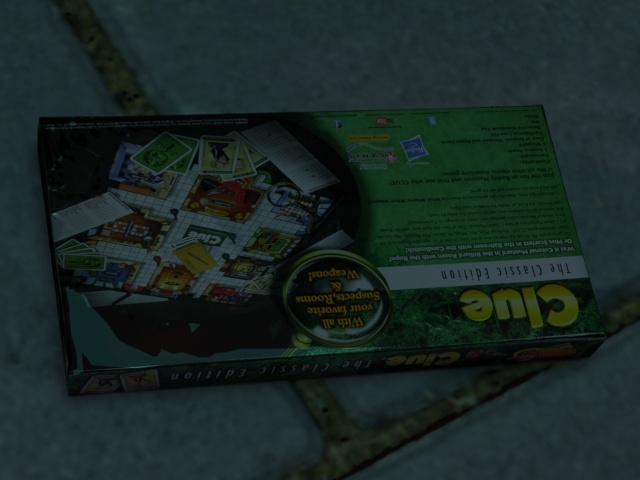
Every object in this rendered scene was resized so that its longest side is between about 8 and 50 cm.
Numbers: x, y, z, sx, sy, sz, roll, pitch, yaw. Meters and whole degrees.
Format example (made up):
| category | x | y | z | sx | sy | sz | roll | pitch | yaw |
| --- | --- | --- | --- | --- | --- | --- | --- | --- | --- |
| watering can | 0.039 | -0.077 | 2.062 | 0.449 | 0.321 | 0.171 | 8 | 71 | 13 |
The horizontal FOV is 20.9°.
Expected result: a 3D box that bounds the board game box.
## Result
| category | x | y | z | sx | sy | sz | roll | pitch | yaw |
| --- | --- | --- | --- | --- | --- | --- | --- | --- | --- |
| board game box | 0.000 | 0.000 | 0.832 | 0.259 | 0.030 | 0.136 | -2 | 60 | -16 |
